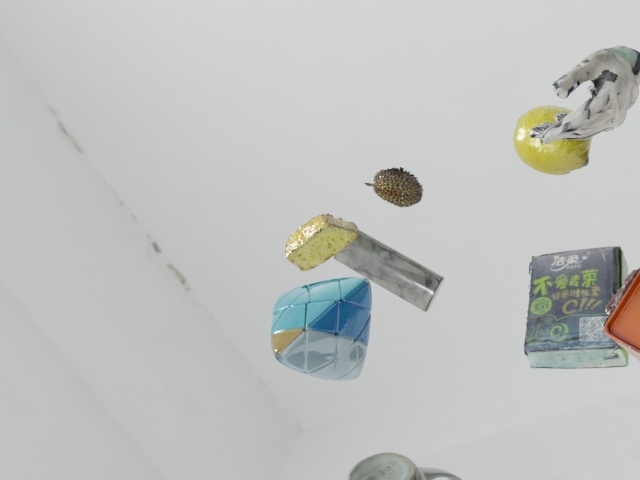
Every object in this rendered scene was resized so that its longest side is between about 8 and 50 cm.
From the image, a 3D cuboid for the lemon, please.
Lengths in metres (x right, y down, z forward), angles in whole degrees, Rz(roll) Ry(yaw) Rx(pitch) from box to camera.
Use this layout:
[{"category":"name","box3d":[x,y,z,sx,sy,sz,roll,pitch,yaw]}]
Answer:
[{"category":"lemon","box3d":[0.584,-0.254,2.011,0.180,0.180,0.193,45,179,-33]}]

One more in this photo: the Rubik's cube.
[{"category":"Rubik's cube","box3d":[-0.040,0.179,1.687,0.254,0.254,0.254,42,-146,-37]}]

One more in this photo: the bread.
[{"category":"bread","box3d":[0.000,0.000,1.902,0.103,0.187,0.065,30,-141,-33]}]

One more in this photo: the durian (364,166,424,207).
[{"category":"durian","box3d":[0.174,-0.136,1.851,0.110,0.140,0.071,-76,-4,-51]}]

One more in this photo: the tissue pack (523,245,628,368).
[{"category":"tissue pack","box3d":[0.467,0.122,1.454,0.073,0.173,0.235,58,-145,-38]}]

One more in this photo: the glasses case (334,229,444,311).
[{"category":"glasses case","box3d":[0.182,0.075,2.160,0.299,0.114,0.060,30,-154,17]}]

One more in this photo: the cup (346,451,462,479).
[{"category":"cup","box3d":[0.178,0.537,1.561,0.301,0.227,0.257,-27,-65,-32]}]

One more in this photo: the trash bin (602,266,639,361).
[{"category":"trash bin","box3d":[0.526,0.129,1.105,0.239,0.184,0.161,31,-177,-32]}]

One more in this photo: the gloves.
[{"category":"gloves","box3d":[0.426,-0.216,1.259,0.111,0.212,0.127,33,159,19]}]
